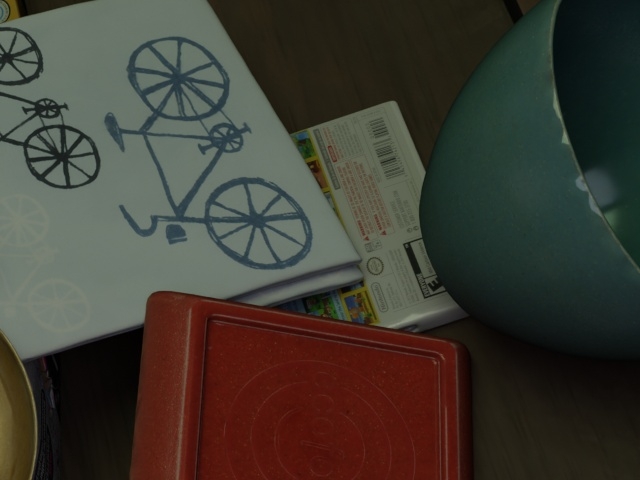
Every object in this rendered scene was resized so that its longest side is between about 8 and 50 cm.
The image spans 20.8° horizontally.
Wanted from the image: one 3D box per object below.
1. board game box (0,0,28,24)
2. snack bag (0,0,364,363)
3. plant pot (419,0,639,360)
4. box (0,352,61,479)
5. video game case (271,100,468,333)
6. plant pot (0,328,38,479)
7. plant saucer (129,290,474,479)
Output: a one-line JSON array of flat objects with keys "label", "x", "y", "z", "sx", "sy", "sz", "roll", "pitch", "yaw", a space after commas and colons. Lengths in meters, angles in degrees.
[{"label": "board game box", "x": -0.447, "y": -0.219, "z": 1.677, "sx": 0.316, "sy": 0.064, "sz": 0.242, "roll": -19, "pitch": 53, "yaw": -2}, {"label": "snack bag", "x": -0.177, "y": -0.054, "z": 1.384, "sx": 0.342, "sy": 0.037, "sz": 0.323, "roll": -17, "pitch": 63, "yaw": -28}, {"label": "plant pot", "x": 0.189, "y": -0.029, "z": 1.304, "sx": 0.195, "sy": 0.290, "sz": 0.290, "roll": -28, "pitch": 43, "yaw": 37}, {"label": "box", "x": -0.291, "y": 0.116, "z": 1.354, "sx": 0.163, "sy": 0.142, "sz": 0.247, "roll": -9, "pitch": 54, "yaw": 3}, {"label": "video game case", "x": 0.000, "y": 0.000, "z": 1.450, "sx": 0.206, "sy": 0.026, "sz": 0.227, "roll": -18, "pitch": 54, "yaw": -2}, {"label": "plant pot", "x": -0.309, "y": 0.143, "z": 1.218, "sx": 0.236, "sy": 0.032, "sz": 0.236, "roll": -1, "pitch": 76, "yaw": 6}, {"label": "plant saucer", "x": -0.003, "y": 0.155, "z": 1.250, "sx": 0.259, "sy": 0.048, "sz": 0.258, "roll": 11, "pitch": 56, "yaw": -13}]
